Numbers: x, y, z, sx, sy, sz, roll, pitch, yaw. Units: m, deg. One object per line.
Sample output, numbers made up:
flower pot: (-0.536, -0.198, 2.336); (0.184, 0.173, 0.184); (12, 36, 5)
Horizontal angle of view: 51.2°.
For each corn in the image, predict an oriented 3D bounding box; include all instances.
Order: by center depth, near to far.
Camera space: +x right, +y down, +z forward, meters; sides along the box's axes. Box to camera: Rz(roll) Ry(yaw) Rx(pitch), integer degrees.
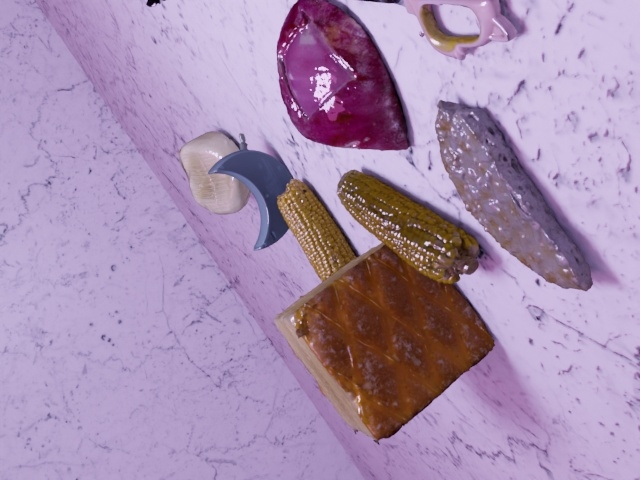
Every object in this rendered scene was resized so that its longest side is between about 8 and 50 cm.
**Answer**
corn: (0.132, -0.027, 1.086); (0.320, 0.097, 0.097); (40, 158, 44)
corn: (0.000, 0.000, 1.466); (0.293, 0.106, 0.106); (56, 163, -9)

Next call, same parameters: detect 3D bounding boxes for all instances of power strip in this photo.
power strip: (-0.143, -0.116, 1.506); (0.054, 0.167, 0.253); (3, 124, 60)

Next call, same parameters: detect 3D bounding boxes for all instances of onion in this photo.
onion: (-0.001, -0.232, 1.013); (0.250, 0.111, 0.247); (31, 153, 56)

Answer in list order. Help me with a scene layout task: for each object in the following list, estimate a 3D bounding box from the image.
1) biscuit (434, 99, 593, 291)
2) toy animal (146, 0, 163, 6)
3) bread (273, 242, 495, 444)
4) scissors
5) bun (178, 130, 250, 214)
biscuit: (0.230, -0.053, 0.857); (0.290, 0.038, 0.141); (55, 164, 3)
toy animal: (-0.269, -0.502, 1.123); (0.138, 0.166, 0.179); (-86, -25, -55)
bread: (0.106, 0.165, 1.200); (0.279, 0.279, 0.207); (51, 164, 0)
scissors: (0.098, -0.289, 0.778); (0.317, 0.024, 0.160); (30, 151, 53)
bun: (-0.267, -0.182, 1.777); (0.229, 0.145, 0.229); (14, 119, 27)
